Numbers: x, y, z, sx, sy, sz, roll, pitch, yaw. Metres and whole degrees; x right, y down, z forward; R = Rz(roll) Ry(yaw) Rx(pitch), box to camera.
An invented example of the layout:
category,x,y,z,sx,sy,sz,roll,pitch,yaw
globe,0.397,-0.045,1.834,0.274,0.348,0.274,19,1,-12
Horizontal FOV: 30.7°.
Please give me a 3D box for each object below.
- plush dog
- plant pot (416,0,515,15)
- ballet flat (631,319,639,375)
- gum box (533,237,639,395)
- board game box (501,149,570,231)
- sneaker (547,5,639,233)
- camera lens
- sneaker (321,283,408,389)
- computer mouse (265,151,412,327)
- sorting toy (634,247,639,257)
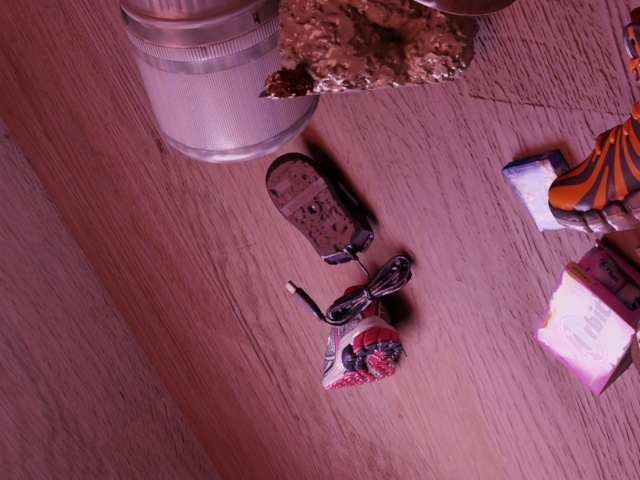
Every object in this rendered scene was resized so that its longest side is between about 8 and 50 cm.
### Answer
category,x,y,z,sx,sy,sz,roll,pitch,yaw
plush dog,0.018,-0.274,1.256,0.262,0.210,0.225,8,105,55
plant pot,0.147,-0.331,0.917,0.215,0.215,0.230,50,143,1
ballet flat,0.386,0.089,1.147,0.342,0.116,0.124,93,175,-52
gum box,0.323,0.090,1.346,0.107,0.062,0.188,44,157,20
board game box,0.258,-0.054,1.313,0.090,0.020,0.090,54,156,-11
sneaker,0.303,-0.120,1.042,0.321,0.124,0.180,-20,104,54
camera lens,-0.125,-0.251,1.460,0.219,0.219,0.274,33,151,36
sneaker,0.065,0.165,1.886,0.299,0.120,0.112,113,144,-65
computer mouse,0.000,0.000,1.726,0.262,0.060,0.184,46,116,-2
sorting toy,0.360,0.018,1.243,0.083,0.012,0.062,53,157,-6
